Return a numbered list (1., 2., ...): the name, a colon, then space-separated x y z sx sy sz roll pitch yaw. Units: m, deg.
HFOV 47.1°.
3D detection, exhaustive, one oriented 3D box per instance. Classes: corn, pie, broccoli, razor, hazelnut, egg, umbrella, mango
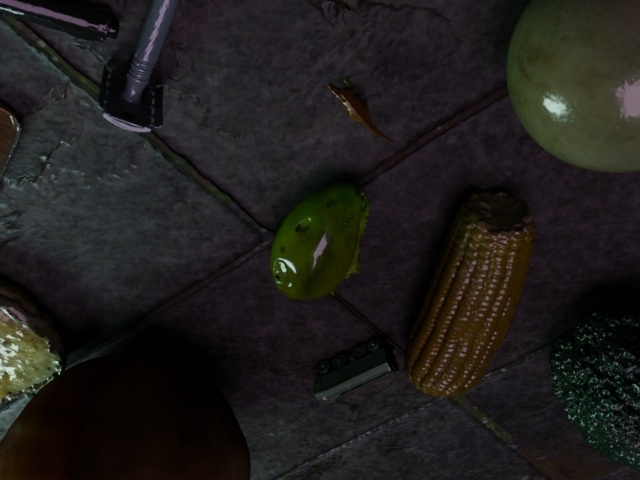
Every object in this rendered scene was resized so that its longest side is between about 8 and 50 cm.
1. corn: 0.205 0.086 1.026 0.131 0.131 0.344 1 132 -9
2. pie: -0.493 0.145 1.031 0.274 0.055 0.274 -4 133 -4
3. broccoli: 0.502 0.212 1.130 0.297 0.297 0.297 -26 146 -38
4. razor: -0.151 -0.227 0.717 0.068 0.106 0.232 18 119 -23
5. hazelnut: -0.288 0.323 1.049 0.366 0.365 0.365 -4 133 -4
6. egg: 0.332 -0.184 0.727 0.296 0.218 0.218 -14 134 -7
7. umbrella: -0.268 -0.227 0.731 0.133 0.031 0.036 13 156 -19
8. mango: -0.001 -0.001 0.937 0.119 0.100 0.178 -13 138 -49

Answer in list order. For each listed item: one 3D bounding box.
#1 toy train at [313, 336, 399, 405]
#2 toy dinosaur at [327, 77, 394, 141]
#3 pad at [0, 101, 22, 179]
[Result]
1. toy train: 0.055 0.202 1.149 0.148 0.071 0.038 -29 130 18
2. toy dinosaur: 0.044 -0.150 0.840 0.026 0.041 0.113 -37 132 20
3. pad: -0.518 -0.096 0.829 0.287 0.018 0.284 23 126 -25
